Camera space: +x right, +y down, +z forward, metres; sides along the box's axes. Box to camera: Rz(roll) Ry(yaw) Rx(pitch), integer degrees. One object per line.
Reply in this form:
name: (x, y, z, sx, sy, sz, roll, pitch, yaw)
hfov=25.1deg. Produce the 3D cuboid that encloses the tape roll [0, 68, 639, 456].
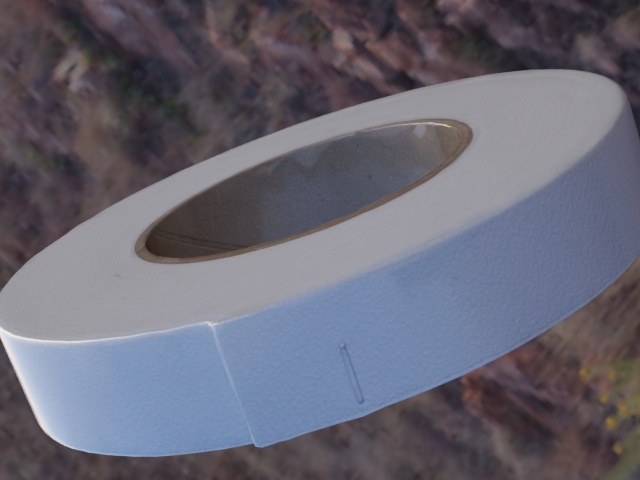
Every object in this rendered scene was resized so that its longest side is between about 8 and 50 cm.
tape roll: (0.000, 0.000, 0.844, 0.392, 0.392, 0.072, 6, 119, 57)
